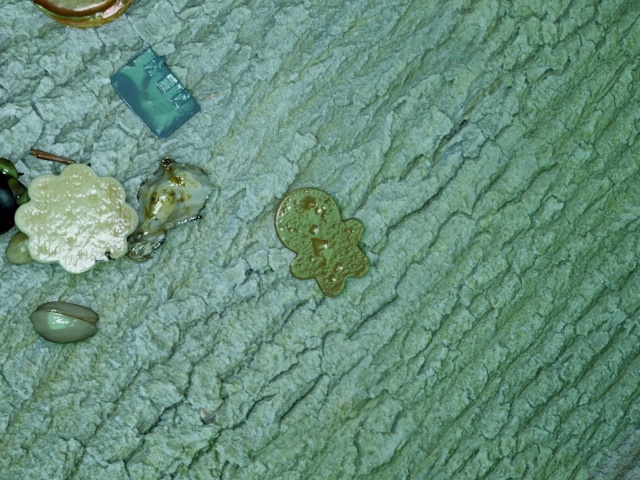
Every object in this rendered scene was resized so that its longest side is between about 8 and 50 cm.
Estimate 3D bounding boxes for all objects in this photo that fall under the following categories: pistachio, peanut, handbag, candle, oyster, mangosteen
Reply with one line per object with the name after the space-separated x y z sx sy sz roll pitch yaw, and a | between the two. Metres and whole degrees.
-0.729 0.232 1.800 0.184 0.124 0.125 3 95 -19 | pistachio
-0.769 0.002 1.773 0.236 0.110 0.120 -22 94 -10 | peanut
-0.473 -0.424 1.822 0.179 0.062 0.229 -43 102 -8 | handbag
-0.743 -0.230 1.803 0.167 0.021 0.026 14 72 -12 | candle
-0.452 -0.078 1.823 0.197 0.133 0.337 30 92 -14 | oyster
-0.907 -0.120 1.690 0.242 0.243 0.243 -1 96 -12 | mangosteen

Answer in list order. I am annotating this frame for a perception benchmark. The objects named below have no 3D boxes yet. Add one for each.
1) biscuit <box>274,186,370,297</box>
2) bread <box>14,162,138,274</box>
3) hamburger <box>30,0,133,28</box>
0.000 0.000 1.967 0.275 0.052 0.355 -39 101 -6 | biscuit
-0.663 -0.056 1.722 0.315 0.054 0.316 3 81 -17 | bread
-0.645 -0.730 1.655 0.329 0.250 0.330 -2 100 -13 | hamburger
